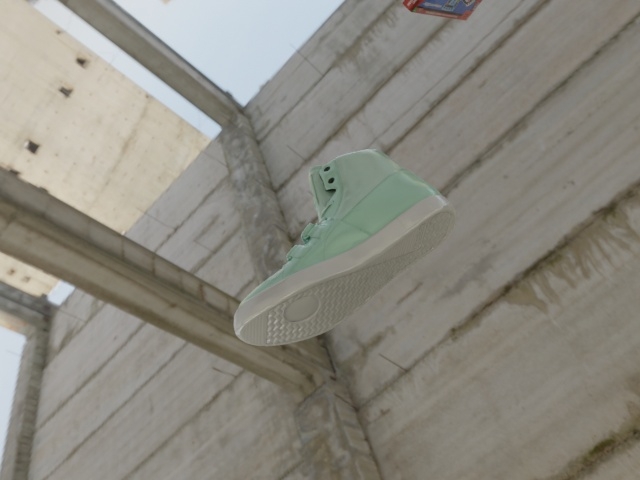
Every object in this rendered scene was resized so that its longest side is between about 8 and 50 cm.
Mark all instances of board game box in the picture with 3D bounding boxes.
[{"bbox_3d":[0.252,-0.459,1.040,0.027,0.281,0.145,47,-56,11],"label":"board game box"}]

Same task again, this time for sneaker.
[{"bbox_3d":[0.001,0.000,0.642,0.256,0.094,0.151,-32,-128,-9],"label":"sneaker"}]
